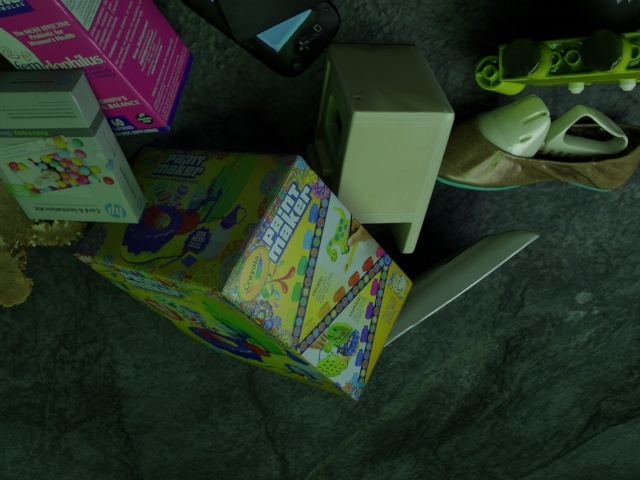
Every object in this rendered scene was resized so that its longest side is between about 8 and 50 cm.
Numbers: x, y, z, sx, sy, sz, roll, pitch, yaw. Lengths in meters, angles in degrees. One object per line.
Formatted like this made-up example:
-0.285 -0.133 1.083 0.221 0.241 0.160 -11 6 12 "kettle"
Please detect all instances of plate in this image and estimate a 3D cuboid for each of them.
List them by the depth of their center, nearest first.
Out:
0.157 0.074 1.095 0.278 0.045 0.277 -33 175 -13 "plate"

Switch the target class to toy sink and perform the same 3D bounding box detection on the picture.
0.061 -0.110 0.947 0.131 0.152 0.234 -2 135 -13 "toy sink"

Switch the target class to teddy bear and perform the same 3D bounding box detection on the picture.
-0.387 -0.079 0.910 0.245 0.113 0.338 -3 127 -22 "teddy bear"

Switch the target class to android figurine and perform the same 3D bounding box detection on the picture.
0.318 -0.207 0.874 0.248 0.056 0.273 2 -172 31 "android figurine"

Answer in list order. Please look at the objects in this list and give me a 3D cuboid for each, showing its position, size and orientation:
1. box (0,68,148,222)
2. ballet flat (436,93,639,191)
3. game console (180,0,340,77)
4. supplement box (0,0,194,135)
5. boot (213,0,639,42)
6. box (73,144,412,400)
-0.284 -0.095 0.788 0.145 0.038 0.186 3 141 14 "box"
0.307 -0.134 1.007 0.342 0.116 0.124 3 140 -21 "ballet flat"
-0.115 -0.311 0.778 0.213 0.044 0.361 -40 131 24 "game console"
-0.240 -0.213 0.749 0.111 0.114 0.220 -2 149 24 "supplement box"
0.106 -0.299 0.734 0.445 0.146 0.367 -25 124 -5 "boot"
-0.092 0.035 0.932 0.290 0.177 0.279 9 153 42 "box"
